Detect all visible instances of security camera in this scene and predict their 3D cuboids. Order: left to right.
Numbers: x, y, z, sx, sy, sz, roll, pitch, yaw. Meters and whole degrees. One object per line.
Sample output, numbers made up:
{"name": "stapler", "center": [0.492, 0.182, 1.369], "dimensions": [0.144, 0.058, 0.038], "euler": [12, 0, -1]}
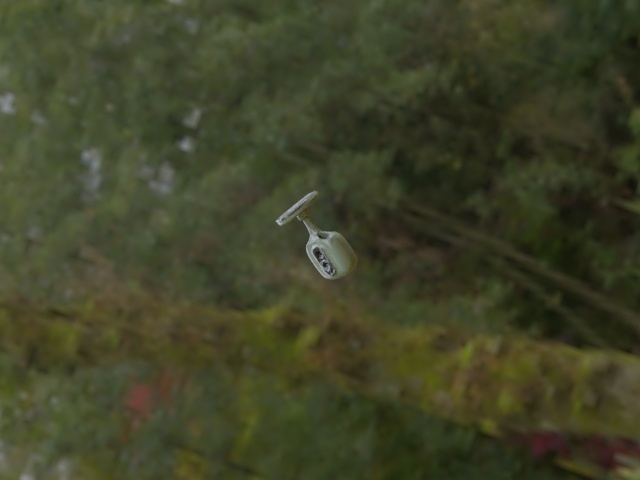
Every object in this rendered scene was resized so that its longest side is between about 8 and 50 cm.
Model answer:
{"name": "security camera", "center": [0.000, 0.000, 2.043], "dimensions": [0.058, 0.092, 0.058], "euler": [-36, 5, 4]}
